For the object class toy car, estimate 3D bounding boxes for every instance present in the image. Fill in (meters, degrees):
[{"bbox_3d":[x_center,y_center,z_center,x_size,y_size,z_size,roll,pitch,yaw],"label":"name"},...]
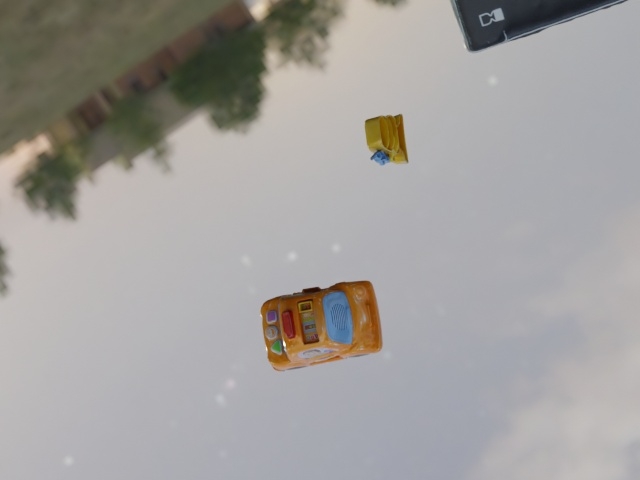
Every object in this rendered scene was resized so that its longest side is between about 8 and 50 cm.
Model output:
[{"bbox_3d":[0.000,0.000,0.848,0.060,0.122,0.040,6,179,25],"label":"toy car"}]

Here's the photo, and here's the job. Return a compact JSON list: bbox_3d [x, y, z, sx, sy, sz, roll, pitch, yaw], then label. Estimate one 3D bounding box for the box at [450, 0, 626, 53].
[{"bbox_3d":[0.124,-0.169,0.895,0.156,0.093,0.158,-19,-164,6],"label":"box"}]
